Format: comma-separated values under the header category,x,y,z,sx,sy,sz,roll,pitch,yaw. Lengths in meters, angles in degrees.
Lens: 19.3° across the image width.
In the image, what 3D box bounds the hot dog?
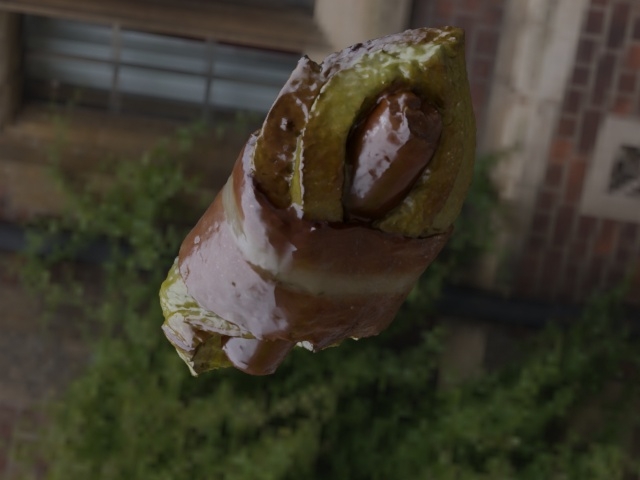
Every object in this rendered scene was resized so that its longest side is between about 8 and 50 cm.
category,x,y,z,sx,sy,sz,roll,pitch,yaw
hot dog,-0.002,0.004,0.963,0.261,0.123,0.093,-58,39,41
